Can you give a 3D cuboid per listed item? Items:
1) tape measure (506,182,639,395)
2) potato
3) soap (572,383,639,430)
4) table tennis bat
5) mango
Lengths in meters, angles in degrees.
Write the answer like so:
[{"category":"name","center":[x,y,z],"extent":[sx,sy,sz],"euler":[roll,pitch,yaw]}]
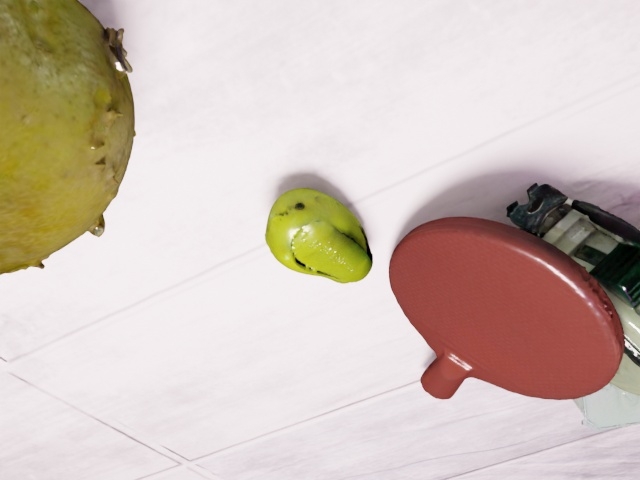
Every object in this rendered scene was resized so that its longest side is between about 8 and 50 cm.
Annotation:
[{"category":"tape measure","center":[0.316,0.070,0.682],"extent":[0.115,0.207,0.235],"euler":[-39,134,-8]},{"category":"potato","center":[-0.300,-0.074,0.456],"extent":[0.359,0.219,0.270],"euler":[-30,123,32]},{"category":"soap","center":[0.470,0.164,0.844],"extent":[0.262,0.094,0.150],"euler":[-13,103,4]},{"category":"table tennis bat","center":[0.191,0.113,0.737],"extent":[0.268,0.051,0.414],"euler":[33,153,14]},{"category":"mango","center":[0.000,0.000,0.671],"extent":[0.091,0.074,0.165],"euler":[-28,144,15]}]
